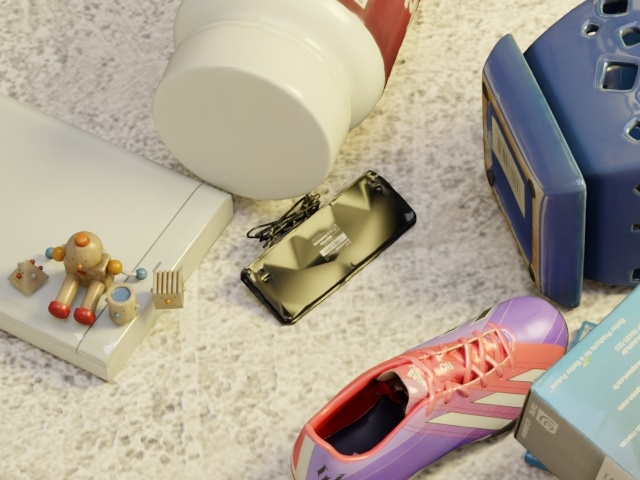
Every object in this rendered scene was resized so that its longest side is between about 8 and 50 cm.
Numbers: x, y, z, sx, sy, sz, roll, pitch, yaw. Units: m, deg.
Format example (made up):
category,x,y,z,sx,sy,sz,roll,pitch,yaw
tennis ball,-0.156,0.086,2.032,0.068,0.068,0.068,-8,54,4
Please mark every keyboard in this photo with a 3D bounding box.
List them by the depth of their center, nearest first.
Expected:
category,x,y,z,sx,sy,sz,roll,pitch,yaw
keyboard,0.000,0.000,1.807,0.192,0.038,0.100,-38,85,-26

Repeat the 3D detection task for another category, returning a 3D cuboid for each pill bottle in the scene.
category,x,y,z,sx,sy,sz,roll,pitch,yaw
pill bottle,-0.017,-0.245,1.860,0.224,0.224,0.392,14,53,11

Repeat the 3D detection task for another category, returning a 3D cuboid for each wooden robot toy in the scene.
category,x,y,z,sx,sy,sz,roll,pitch,yaw
wooden robot toy,-0.215,0.029,1.690,0.173,0.079,0.076,12,54,9

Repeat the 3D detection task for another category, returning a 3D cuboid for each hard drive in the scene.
category,x,y,z,sx,sy,sz,roll,pitch,yaw
hard drive,-0.298,-0.024,1.809,0.353,0.047,0.233,24,57,17

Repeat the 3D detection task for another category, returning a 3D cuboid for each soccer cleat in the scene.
category,x,y,z,sx,sy,sz,roll,pitch,yaw
soccer cleat,0.107,0.136,1.641,0.318,0.116,0.108,-32,59,-22

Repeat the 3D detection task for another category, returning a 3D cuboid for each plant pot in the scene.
category,x,y,z,sx,sy,sz,roll,pitch,yaw
plant pot,0.280,-0.087,1.746,0.212,0.236,0.236,-17,55,-5

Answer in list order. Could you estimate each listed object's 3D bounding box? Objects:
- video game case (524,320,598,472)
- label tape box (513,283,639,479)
category,x,y,z,sx,sy,sz,roll,pitch,yaw
video game case,0.275,0.159,1.687,0.119,0.015,0.166,19,56,15
label tape box,0.365,0.178,1.500,0.333,0.106,0.240,41,63,20
